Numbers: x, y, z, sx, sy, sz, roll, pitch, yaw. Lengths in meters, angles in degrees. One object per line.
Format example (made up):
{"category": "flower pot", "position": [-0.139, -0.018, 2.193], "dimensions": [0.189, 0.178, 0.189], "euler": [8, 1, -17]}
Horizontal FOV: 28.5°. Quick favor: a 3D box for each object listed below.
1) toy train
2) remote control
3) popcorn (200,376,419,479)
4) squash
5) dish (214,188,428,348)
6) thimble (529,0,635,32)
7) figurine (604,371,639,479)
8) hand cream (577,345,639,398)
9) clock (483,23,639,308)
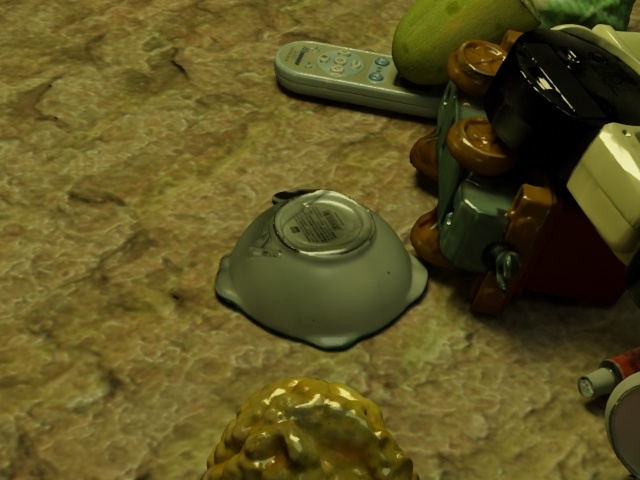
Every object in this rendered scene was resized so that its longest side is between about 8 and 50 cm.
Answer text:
{"category": "toy train", "position": [0.223, -0.065, 1.348], "dimensions": [0.232, 0.163, 0.369], "euler": [15, 40, -8]}
{"category": "remote control", "position": [0.061, -0.200, 1.572], "dimensions": [0.244, 0.047, 0.087], "euler": [12, 38, 9]}
{"category": "popcorn", "position": [-0.008, 0.198, 1.030], "dimensions": [0.180, 0.180, 0.170], "euler": [20, 14, 17]}
{"category": "squash", "position": [0.160, -0.256, 1.495], "dimensions": [0.187, 0.123, 0.123], "euler": [-33, 34, 24]}
{"category": "dish", "position": [0.000, 0.000, 1.306], "dimensions": [0.224, 0.078, 0.246], "euler": [-3, 41, -7]}
{"category": "thimble", "position": [0.294, -0.318, 1.616], "dimensions": [0.219, 0.150, 0.219], "euler": [15, 1, 0]}
{"category": "figurine", "position": [0.342, 0.145, 1.148], "dimensions": [0.132, 0.132, 0.154], "euler": [25, 34, 22]}
{"category": "hand cream", "position": [0.345, 0.120, 1.239], "dimensions": [0.216, 0.038, 0.052], "euler": [-14, 71, -26]}
{"category": "clock", "position": [0.328, -0.069, 1.213], "dimensions": [0.276, 0.120, 0.379], "euler": [-6, 51, -34]}
